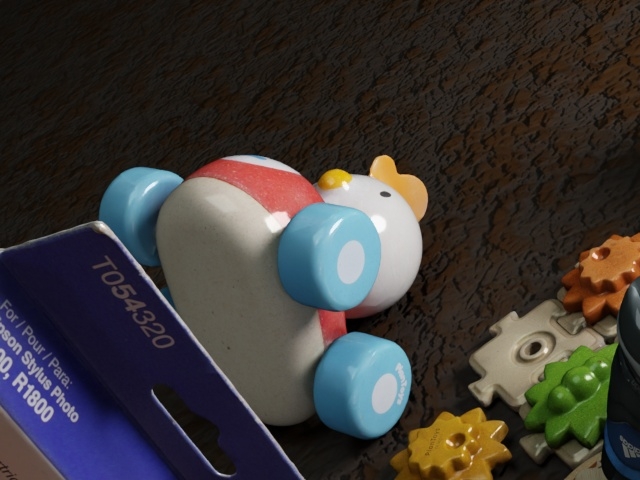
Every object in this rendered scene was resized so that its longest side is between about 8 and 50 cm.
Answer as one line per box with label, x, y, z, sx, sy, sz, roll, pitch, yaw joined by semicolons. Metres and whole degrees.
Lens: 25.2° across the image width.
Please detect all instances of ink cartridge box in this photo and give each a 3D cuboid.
ink cartridge box;-0.183;0.158;0.884;0.330;0.324;0.071;-15;35;30

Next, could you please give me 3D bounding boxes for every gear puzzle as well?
gear puzzle;0.179;0.061;0.958;0.339;0.044;0.175;-36;29;-4

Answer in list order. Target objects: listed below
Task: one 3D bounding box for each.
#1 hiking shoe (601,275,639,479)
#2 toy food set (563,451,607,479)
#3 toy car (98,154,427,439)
hiking shoe;0.261;0.046;0.804;0.304;0.132;0.113;-18;47;-33
toy food set;0.181;0.155;0.821;0.192;0.038;0.132;-40;30;-11
toy car;0.000;0.000;1.091;0.219;0.210;0.238;12;38;38
